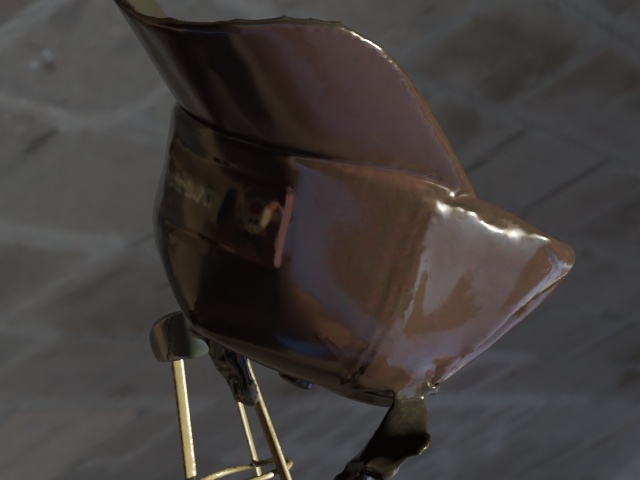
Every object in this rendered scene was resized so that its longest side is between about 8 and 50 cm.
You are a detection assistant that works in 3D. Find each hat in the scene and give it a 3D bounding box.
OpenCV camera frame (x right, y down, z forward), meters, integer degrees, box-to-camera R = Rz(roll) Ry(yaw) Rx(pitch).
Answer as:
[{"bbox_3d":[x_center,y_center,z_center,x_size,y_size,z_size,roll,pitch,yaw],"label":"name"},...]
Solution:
[{"bbox_3d":[-0.023,0.012,1.007,0.336,0.238,0.209,37,79,-47],"label":"hat"}]

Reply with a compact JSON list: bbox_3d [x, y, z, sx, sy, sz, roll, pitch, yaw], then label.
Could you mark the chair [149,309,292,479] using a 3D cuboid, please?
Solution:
[{"bbox_3d":[-0.073,0.155,1.522,0.104,0.222,0.095,-13,-173,10],"label":"chair"}]
